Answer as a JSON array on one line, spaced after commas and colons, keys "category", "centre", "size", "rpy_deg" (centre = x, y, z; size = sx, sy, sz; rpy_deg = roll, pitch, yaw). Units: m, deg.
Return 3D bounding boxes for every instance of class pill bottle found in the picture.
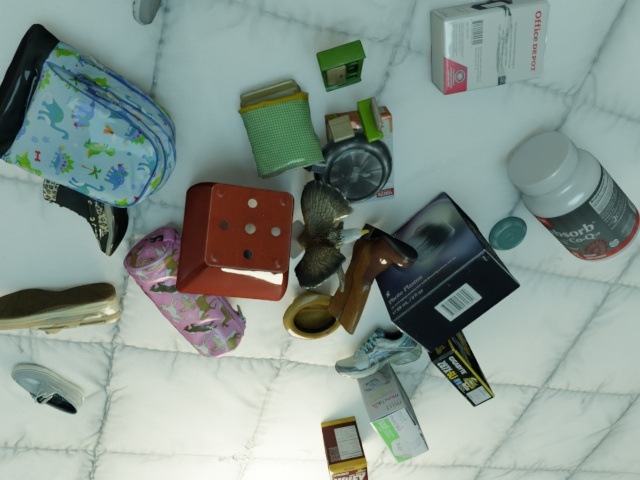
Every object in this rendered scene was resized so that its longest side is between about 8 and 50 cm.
[{"category": "pill bottle", "centre": [0.671, -0.115, 1.494], "size": [0.363, 0.210, 0.210], "rpy_deg": [35, 111, -29]}]

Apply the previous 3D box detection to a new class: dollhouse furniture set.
[{"category": "dollhouse furniture set", "centre": [-0.030, -0.276, 1.228], "size": [0.301, 0.151, 0.198], "rpy_deg": [-17, 88, 2]}]

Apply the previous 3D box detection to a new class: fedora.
[{"category": "fedora", "centre": [-0.022, 0.207, 1.647], "size": [0.194, 0.079, 0.194], "rpy_deg": [-9, 128, -12]}]

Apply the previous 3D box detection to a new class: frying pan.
[{"category": "frying pan", "centre": [0.030, -0.195, 1.332], "size": [0.326, 0.053, 0.197], "rpy_deg": [26, 116, -26]}]

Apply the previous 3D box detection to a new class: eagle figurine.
[{"category": "eagle figurine", "centre": [0.010, -0.006, 1.386], "size": [0.225, 0.226, 0.298], "rpy_deg": [-43, 166, 6]}]

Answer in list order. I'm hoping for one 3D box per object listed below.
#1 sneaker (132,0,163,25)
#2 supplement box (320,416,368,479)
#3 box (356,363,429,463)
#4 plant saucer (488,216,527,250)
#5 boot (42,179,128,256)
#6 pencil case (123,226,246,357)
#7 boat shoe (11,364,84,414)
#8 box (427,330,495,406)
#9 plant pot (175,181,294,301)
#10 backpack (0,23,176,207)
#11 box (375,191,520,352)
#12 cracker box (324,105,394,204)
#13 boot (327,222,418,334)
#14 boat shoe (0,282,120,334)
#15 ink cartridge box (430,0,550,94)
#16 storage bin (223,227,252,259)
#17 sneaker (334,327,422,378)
[{"category": "sneaker", "centre": [-0.272, -0.532, 1.080], "size": [0.115, 0.105, 0.281], "rpy_deg": [27, 114, -26]}, {"category": "supplement box", "centre": [0.086, 0.770, 1.978], "size": [0.129, 0.194, 0.191], "rpy_deg": [-10, 125, -5]}, {"category": "box", "centre": [0.234, 0.553, 1.841], "size": [0.126, 0.231, 0.262], "rpy_deg": [-25, 126, 5]}, {"category": "plant saucer", "centre": [0.556, -0.014, 1.652], "size": [0.119, 0.021, 0.119], "rpy_deg": [-6, 125, -8]}, {"category": "boot", "centre": [-0.563, -0.070, 1.352], "size": [0.178, 0.085, 0.236], "rpy_deg": [23, 140, -3]}, {"category": "pencil case", "centre": [-0.351, 0.144, 1.491], "size": [0.167, 0.160, 0.386], "rpy_deg": [-46, 126, -20]}, {"category": "boat shoe", "centre": [-0.798, 0.442, 1.643], "size": [0.079, 0.081, 0.227], "rpy_deg": [-41, 122, 16]}, {"category": "box", "centre": [0.364, 0.286, 1.632], "size": [0.079, 0.322, 0.257], "rpy_deg": [-36, 122, 14]}, {"category": "plant pot", "centre": [-0.181, -0.007, 1.302], "size": [0.267, 0.236, 0.267], "rpy_deg": [7, 79, -16]}, {"category": "backpack", "centre": [-0.480, -0.225, 1.181], "size": [0.355, 0.273, 0.290], "rpy_deg": [24, 110, -39]}, {"category": "box", "centre": [0.309, 0.078, 1.496], "size": [0.296, 0.294, 0.182], "rpy_deg": [-41, 120, 16]}, {"category": "cracker box", "centre": [0.100, -0.206, 1.401], "size": [0.155, 0.067, 0.232], "rpy_deg": [-9, 124, -4]}, {"category": "boot", "centre": [0.120, 0.113, 1.461], "size": [0.096, 0.264, 0.280], "rpy_deg": [22, 96, -32]}, {"category": "boat shoe", "centre": [-0.708, 0.198, 1.474], "size": [0.341, 0.122, 0.110], "rpy_deg": [-6, 124, -9]}, {"category": "ink cartridge box", "centre": [0.380, -0.447, 1.275], "size": [0.237, 0.100, 0.172], "rpy_deg": [-11, 125, -3]}, {"category": "storage bin", "centre": [-0.252, 0.037, 1.486], "size": [0.091, 0.098, 0.135], "rpy_deg": [-12, 131, 31]}, {"category": "sneaker", "centre": [0.173, 0.341, 1.782], "size": [0.283, 0.110, 0.122], "rpy_deg": [-19, 107, -2]}]
